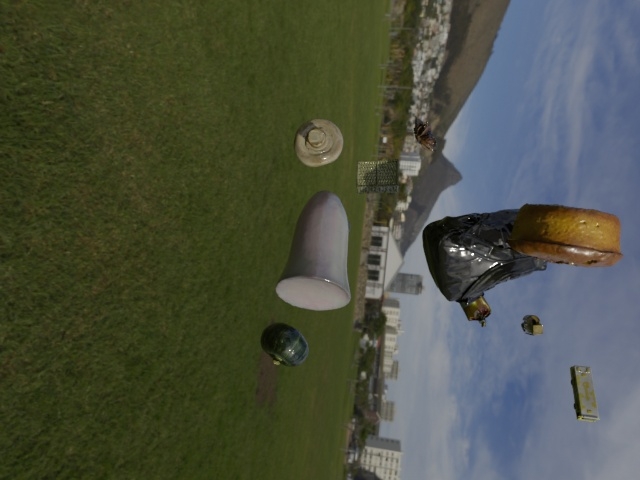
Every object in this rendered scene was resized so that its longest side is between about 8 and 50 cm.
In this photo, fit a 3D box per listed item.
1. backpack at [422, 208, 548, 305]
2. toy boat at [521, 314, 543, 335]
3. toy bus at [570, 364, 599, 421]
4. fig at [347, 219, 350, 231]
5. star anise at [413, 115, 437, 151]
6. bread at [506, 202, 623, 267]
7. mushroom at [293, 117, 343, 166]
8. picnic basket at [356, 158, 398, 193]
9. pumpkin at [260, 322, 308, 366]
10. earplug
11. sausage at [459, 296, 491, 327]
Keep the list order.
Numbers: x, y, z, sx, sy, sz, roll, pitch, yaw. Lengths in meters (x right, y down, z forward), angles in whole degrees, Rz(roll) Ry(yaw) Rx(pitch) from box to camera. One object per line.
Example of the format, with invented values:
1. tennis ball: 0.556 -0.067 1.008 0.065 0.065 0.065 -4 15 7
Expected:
1. backpack: 0.635 0.041 1.530 0.254 0.447 0.362 -101 172 -65
2. toy boat: 0.951 0.378 1.808 0.226 0.068 0.087 29 56 -69
3. toy bus: 1.153 0.666 1.760 0.074 0.081 0.226 73 26 -57
4. fig: 0.020 -0.061 1.875 0.167 0.234 0.166 22 -64 58
5. star anise: 0.334 -0.355 1.325 0.124 0.056 0.129 60 1 -30
6. bread: 0.730 -0.014 1.207 0.312 0.313 0.172 -21 120 -81
7. mushroom: -0.022 -0.406 1.648 0.209 0.207 0.206 17 78 -57
8. picnic basket: 0.270 -0.297 1.914 0.154 0.197 0.133 33 56 -79
9. pumpkin: -0.119 0.343 1.321 0.125 0.167 0.167 -33 140 -31
10. earplug: 0.000 0.000 0.993 0.172 0.173 0.300 83 13 -57
11. sausage: 0.716 0.268 1.928 0.117 0.125 0.317 85 -12 -55
